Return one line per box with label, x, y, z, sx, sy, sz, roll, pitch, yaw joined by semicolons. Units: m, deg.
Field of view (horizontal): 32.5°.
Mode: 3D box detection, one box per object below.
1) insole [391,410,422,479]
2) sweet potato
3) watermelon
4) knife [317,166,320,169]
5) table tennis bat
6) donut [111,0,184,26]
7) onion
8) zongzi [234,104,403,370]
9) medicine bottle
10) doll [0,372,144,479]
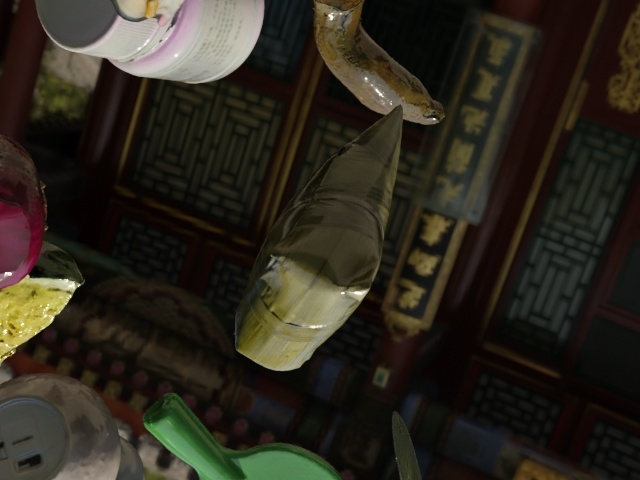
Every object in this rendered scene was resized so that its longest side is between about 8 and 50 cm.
insole;0.120;0.319;1.269;0.007;0.322;0.109;-10;-147;13
sweet potato;0.080;-0.252;1.563;0.286;0.112;0.085;43;-168;-28
watermelon;-0.417;0.086;1.442;0.129;0.301;0.123;51;-144;-2
knife;-0.014;-0.005;1.330;0.035;0.063;0.260;2;-148;8
table tennis bat;-0.073;0.245;1.063;0.257;0.160;0.039;48;-178;-15
donut;-0.105;-0.384;1.050;0.142;0.382;0.382;35;-170;-16
onion;-0.423;-0.031;1.256;0.218;0.195;0.140;-5;-160;-28
zongzi;0.000;0.002;0.969;0.094;0.205;0.204;25;-125;-5
medicine bottle;-0.260;-0.373;1.693;0.241;0.241;0.302;27;-164;31
doll;-0.241;0.217;1.054;0.151;0.151;0.287;22;163;13
